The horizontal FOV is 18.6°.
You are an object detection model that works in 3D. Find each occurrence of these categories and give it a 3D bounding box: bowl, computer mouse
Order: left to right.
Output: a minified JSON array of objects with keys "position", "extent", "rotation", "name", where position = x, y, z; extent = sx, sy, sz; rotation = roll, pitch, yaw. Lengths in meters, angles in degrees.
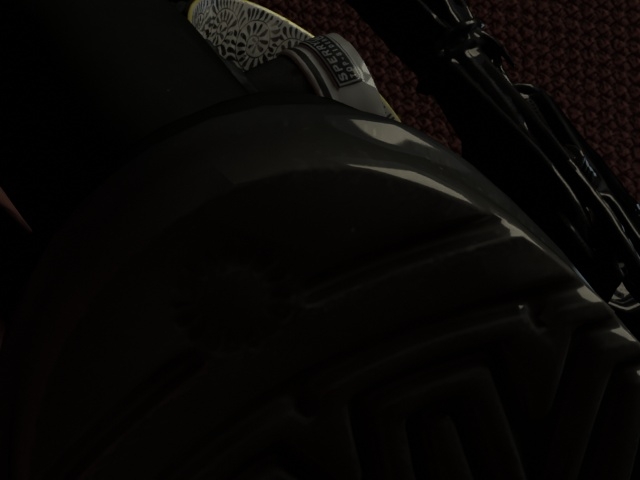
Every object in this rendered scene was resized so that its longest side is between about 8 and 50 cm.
[{"position":[-0.032,-0.066,1.198],"extent":[0.170,0.080,0.170],"rotation":[32,25,-16],"name":"bowl"},{"position":[0.055,-0.025,0.633],"extent":[0.184,0.060,0.262],"rotation":[58,10,20],"name":"computer mouse"}]

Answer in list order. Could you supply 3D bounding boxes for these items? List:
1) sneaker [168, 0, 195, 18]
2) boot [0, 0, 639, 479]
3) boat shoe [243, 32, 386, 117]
[{"position":[-0.189,-0.182,1.364],"extent":[0.299,0.121,0.112],"rotation":[50,-26,34],"name":"sneaker"},{"position":[-0.031,0.004,0.629],"extent":[0.367,0.146,0.445],"rotation":[60,-1,-40],"name":"boot"},{"position":[-0.004,0.035,1.091],"extent":[0.113,0.105,0.306],"rotation":[51,-21,45],"name":"boat shoe"}]
